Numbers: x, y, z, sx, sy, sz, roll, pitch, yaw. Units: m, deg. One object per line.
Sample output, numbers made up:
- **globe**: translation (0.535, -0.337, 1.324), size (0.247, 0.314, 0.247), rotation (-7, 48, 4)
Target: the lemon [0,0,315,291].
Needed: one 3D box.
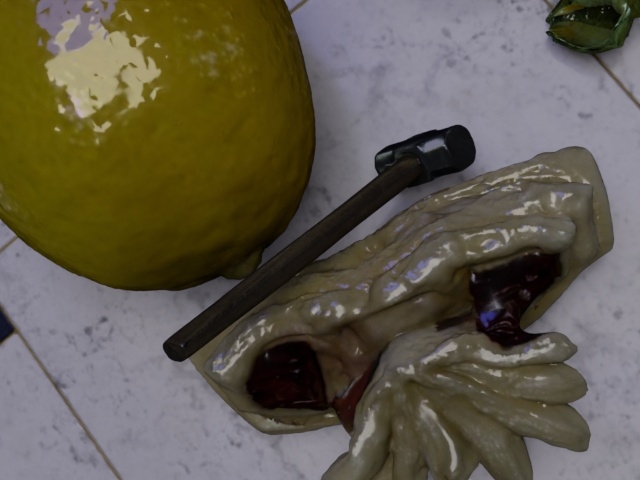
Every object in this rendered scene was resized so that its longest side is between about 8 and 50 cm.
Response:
- **lemon**: translation (-0.162, -0.111, 1.029), size (0.364, 0.364, 0.364), rotation (-1, 83, 10)

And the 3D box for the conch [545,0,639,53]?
- **conch**: translation (0.279, -0.225, 1.096), size (0.121, 0.074, 0.089), rotation (-12, 41, 30)

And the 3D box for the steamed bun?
- **steamed bun**: translation (0.101, 0.110, 1.026), size (0.428, 0.189, 0.247), rotation (-24, 112, 7)

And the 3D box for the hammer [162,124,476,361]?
- **hammer**: translation (0.000, 0.000, 1.005), size (0.365, 0.111, 0.043), rotation (-38, 106, -34)
